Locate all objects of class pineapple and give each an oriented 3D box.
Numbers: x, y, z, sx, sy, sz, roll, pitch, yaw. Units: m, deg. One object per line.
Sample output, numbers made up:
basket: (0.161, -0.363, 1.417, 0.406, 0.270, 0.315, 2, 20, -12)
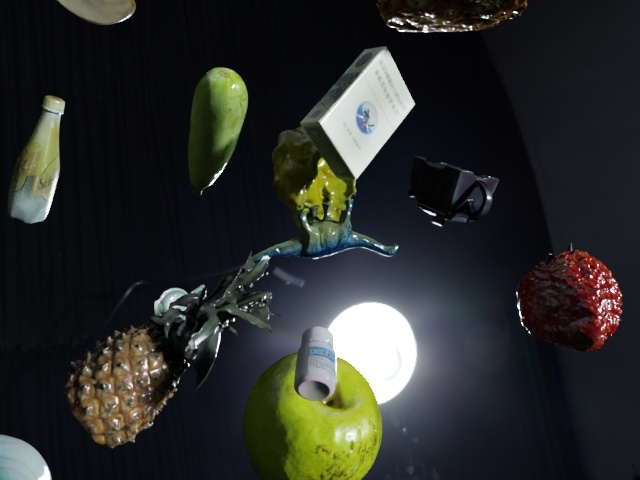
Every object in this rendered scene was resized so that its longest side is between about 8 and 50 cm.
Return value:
pineapple: (-0.214, 0.154, 0.821, 0.364, 0.166, 0.165, -37, 174, -12)

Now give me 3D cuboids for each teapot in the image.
teapot: (0.200, -0.072, 0.834, 0.087, 0.096, 0.177, 8, -166, -32)

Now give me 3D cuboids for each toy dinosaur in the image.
toy dinosaur: (0.003, -0.012, 1.179, 0.362, 0.147, 0.076, -9, -172, -14)

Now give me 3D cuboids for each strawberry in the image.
strawberry: (0.329, 0.081, 0.701, 0.131, 0.131, 0.148, -15, -176, 29)

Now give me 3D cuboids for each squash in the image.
squash: (-0.247, -0.240, 1.219, 0.118, 0.119, 0.371, -4, 146, -23)

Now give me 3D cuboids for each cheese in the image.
cheese: (-0.277, 0.126, 1.048, 0.026, 0.067, 0.120, 0, -176, 41)

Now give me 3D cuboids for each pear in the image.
pear: (-0.030, 0.489, 1.365, 0.390, 0.392, 0.391, -9, 169, -2)

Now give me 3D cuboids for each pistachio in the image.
pistachio: (-0.660, -0.715, 1.472, 0.287, 0.198, 0.166, 24, 168, -14)

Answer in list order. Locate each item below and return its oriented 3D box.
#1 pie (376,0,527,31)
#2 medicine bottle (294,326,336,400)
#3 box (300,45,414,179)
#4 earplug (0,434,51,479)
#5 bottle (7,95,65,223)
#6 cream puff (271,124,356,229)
pie: (0.275, -0.495, 1.019, 0.307, 0.086, 0.308, -2, 164, -1)
medicine bottle: (-0.005, 0.158, 0.679, 0.052, 0.089, 0.052, 2, 126, 2)
box: (0.089, -0.281, 1.163, 0.069, 0.257, 0.164, 13, 148, 49)
earplug: (-0.390, 0.354, 0.577, 0.184, 0.185, 0.324, -3, 180, -30)
bottle: (-0.581, -0.166, 1.085, 0.083, 0.270, 0.083, 22, -161, -8)
cream puff: (-0.005, -0.154, 1.321, 0.184, 0.282, 0.282, -7, 170, 12)
